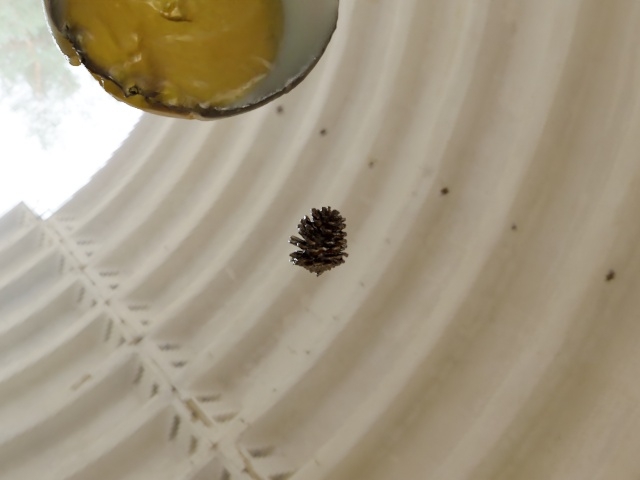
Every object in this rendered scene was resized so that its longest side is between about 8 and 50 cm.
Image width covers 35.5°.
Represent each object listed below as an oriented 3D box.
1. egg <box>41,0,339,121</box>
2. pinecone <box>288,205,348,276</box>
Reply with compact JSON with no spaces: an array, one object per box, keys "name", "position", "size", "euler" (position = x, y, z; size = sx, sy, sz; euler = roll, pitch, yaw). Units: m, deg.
[{"name":"egg","position":[-0.160,-0.289,1.187],"size":[0.337,0.337,0.201],"euler":[-40,-170,-11]},{"name":"pinecone","position":[0.004,0.002,1.602],"size":[0.109,0.102,0.102],"euler":[-60,-151,17]}]
